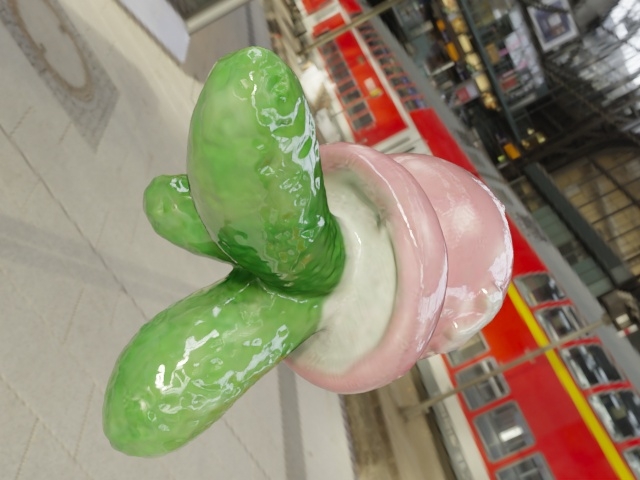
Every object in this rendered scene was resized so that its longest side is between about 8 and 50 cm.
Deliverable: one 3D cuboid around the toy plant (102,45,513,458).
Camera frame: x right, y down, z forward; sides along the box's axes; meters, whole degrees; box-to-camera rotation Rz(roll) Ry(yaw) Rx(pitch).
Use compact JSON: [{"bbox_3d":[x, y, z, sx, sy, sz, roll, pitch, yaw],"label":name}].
[{"bbox_3d":[0.006,0.002,0.627,0.356,0.317,0.210,-1,37,-42],"label":"toy plant"}]
